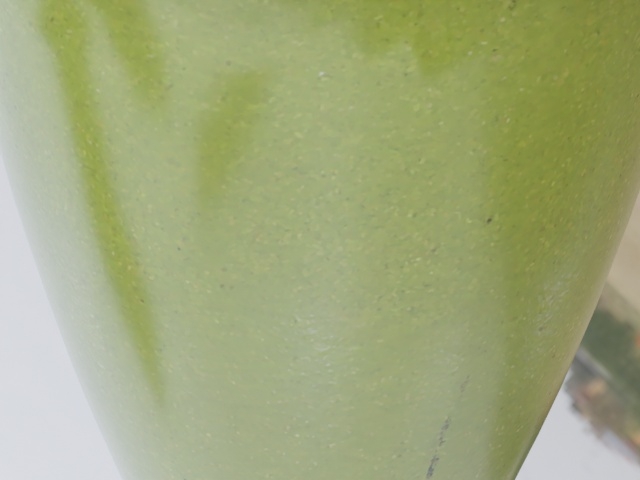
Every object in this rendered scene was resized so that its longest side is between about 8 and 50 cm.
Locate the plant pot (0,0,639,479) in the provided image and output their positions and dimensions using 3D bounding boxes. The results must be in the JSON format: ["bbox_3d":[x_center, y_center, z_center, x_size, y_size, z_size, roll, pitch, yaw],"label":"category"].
[{"bbox_3d":[0.000,0.000,0.638,0.275,0.274,0.294,-130,37,-57],"label":"plant pot"}]
